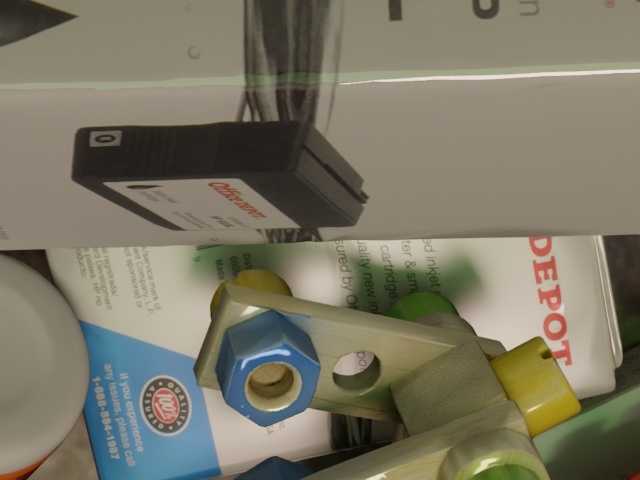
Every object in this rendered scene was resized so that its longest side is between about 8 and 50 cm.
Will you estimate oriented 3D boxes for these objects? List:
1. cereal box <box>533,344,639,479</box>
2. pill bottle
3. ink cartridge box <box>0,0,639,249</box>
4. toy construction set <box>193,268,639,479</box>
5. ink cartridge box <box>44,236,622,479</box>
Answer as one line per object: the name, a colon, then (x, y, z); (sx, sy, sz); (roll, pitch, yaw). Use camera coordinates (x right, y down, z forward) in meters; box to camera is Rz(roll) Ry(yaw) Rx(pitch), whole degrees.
cereal box: (0.106, 0.154, 0.668); (0.240, 0.047, 0.173); (-26, 104, 0)
pill bottle: (-0.151, 0.071, 0.581); (0.086, 0.086, 0.152); (36, 138, -10)
ink cartridge box: (-0.034, -0.121, 0.512); (0.307, 0.129, 0.223); (-2, 69, 0)
toy construction set: (0.129, 0.097, 0.543); (0.327, 0.151, 0.215); (-4, 119, 5)
ink cartridge box: (0.000, 0.000, 0.612); (0.203, 0.086, 0.148); (-11, 102, -4)
